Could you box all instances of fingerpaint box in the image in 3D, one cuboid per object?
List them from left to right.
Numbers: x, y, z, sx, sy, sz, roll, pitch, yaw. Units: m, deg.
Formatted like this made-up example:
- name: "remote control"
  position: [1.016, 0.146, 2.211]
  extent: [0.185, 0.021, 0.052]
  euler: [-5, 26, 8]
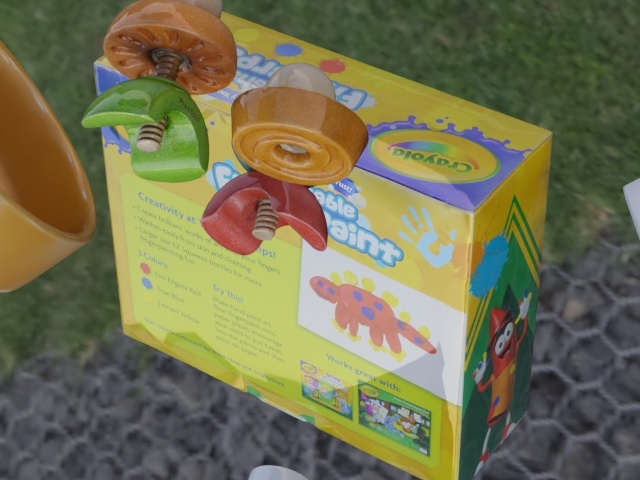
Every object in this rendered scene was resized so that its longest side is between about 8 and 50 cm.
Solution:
- name: "fingerpaint box"
  position: [0.000, 0.000, 1.751]
  extent: [0.445, 0.163, 0.371]
  euler: [23, 134, 27]

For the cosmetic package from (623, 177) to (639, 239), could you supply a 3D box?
- name: "cosmetic package"
  position: [0.456, 0.005, 1.685]
  extent: [0.224, 0.224, 0.138]
  euler: [-28, 31, 15]

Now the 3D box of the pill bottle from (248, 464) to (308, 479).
- name: "pill bottle"
  position: [-0.070, 0.367, 2.003]
  extent: [0.108, 0.108, 0.193]
  euler: [-16, 44, 39]

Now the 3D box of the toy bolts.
- name: "toy bolts"
  position: [-0.036, -0.107, 1.305]
  extent: [0.218, 0.228, 0.158]
  euler: [0, 62, 27]

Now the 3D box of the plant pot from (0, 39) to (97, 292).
- name: "plant pot"
  position: [-0.261, -0.031, 0.953]
  extent: [0.188, 0.205, 0.205]
  euler: [-35, 52, 10]
